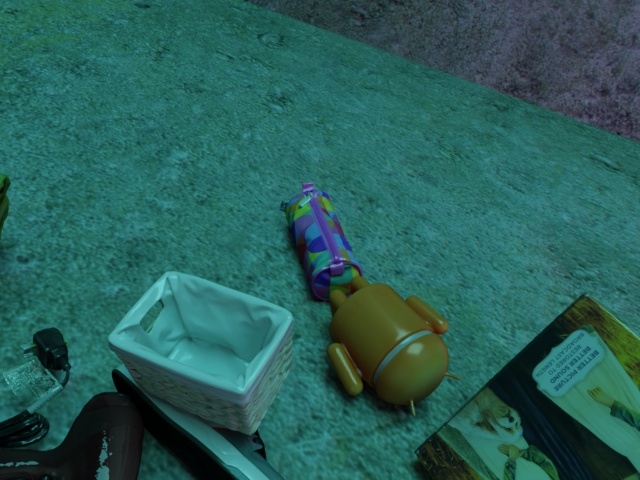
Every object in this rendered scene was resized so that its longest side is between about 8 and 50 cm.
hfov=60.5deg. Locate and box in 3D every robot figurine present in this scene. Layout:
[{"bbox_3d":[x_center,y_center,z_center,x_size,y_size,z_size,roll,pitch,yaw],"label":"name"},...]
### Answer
[{"bbox_3d":[0.098,0.153,0.818,0.158,0.128,0.219,1,35,-46],"label":"robot figurine"}]

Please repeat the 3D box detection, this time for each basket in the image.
[{"bbox_3d":[-0.121,0.123,0.596,0.167,0.103,0.113,16,46,19],"label":"basket"}]

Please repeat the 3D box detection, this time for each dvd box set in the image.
[{"bbox_3d":[0.339,0.306,0.586,0.062,0.307,0.420,29,18,-51],"label":"dvd box set"}]

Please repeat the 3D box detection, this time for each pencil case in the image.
[{"bbox_3d":[0.000,0.000,1.001,0.104,0.104,0.236,1,40,-22],"label":"pencil case"}]

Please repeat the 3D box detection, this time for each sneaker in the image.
[{"bbox_3d":[-0.094,0.207,0.675,0.295,0.123,0.178,34,48,23],"label":"sneaker"}]

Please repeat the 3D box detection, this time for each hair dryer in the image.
[{"bbox_3d":[-0.303,0.245,0.592,0.294,0.080,0.223,31,53,26],"label":"hair dryer"}]

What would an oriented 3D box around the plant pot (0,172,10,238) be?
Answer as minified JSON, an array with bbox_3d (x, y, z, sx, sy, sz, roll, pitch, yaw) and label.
[{"bbox_3d":[-0.560,-0.036,0.701,0.254,0.276,0.276,17,34,-22],"label":"plant pot"}]
